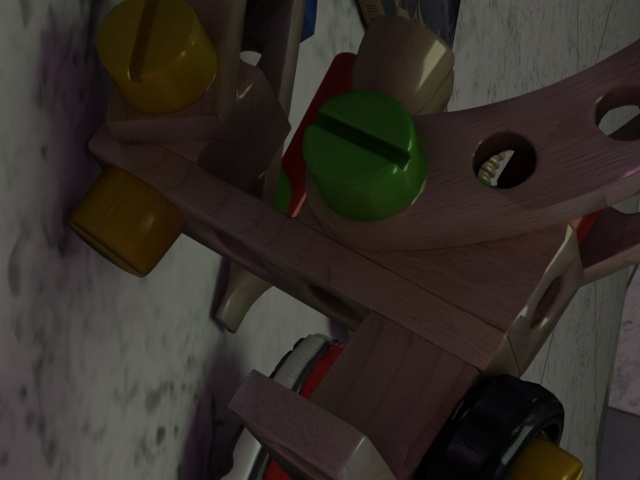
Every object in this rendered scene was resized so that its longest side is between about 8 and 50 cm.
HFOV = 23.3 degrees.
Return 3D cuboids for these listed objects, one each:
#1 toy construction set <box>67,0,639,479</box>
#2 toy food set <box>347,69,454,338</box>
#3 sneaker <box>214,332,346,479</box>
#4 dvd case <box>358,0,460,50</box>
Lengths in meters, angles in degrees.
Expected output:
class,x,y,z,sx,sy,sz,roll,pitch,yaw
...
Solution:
class,x,y,z,sx,sy,sz,roll,pitch,yaw
toy construction set,0.000,0.000,0.551,0.237,0.257,0.309,-63,-179,-13
toy food set,0.034,0.003,0.898,0.132,0.038,0.192,-43,141,-57
sneaker,0.004,0.182,0.673,0.107,0.118,0.279,49,49,-75
dvd case,0.059,-0.173,0.954,0.221,0.018,0.164,62,36,-62
